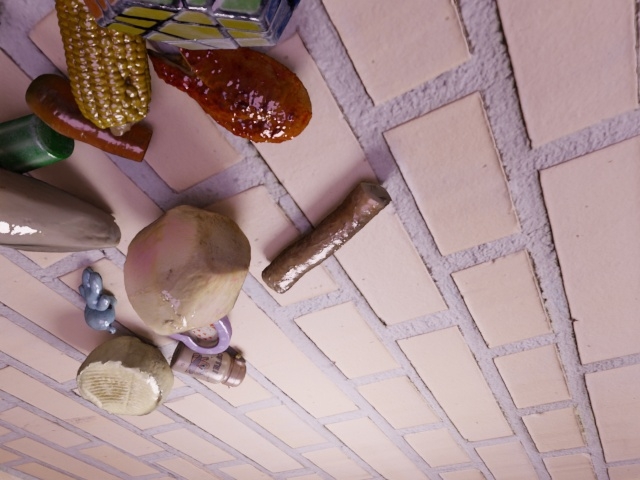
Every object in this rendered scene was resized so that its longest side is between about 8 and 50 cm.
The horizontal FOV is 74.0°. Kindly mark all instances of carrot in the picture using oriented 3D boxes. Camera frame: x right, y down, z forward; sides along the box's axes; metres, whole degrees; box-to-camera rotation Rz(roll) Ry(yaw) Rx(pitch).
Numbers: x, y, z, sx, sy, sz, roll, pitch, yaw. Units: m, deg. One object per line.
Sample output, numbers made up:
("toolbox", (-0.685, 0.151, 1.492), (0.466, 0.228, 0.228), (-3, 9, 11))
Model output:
("carrot", (-0.388, -0.200, 0.720), (0.193, 0.087, 0.087), (32, 127, -23))

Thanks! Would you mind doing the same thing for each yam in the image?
("yam", (0.000, 0.000, 0.893), (0.081, 0.081, 0.357), (32, 125, -24))

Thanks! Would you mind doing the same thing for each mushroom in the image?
("mushroom", (-0.540, -0.053, 0.735), (0.154, 0.137, 0.407), (10, 169, 15))

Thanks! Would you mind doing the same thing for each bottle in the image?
("bottle", (-0.612, -0.150, 0.772), (0.330, 0.093, 0.093), (-11, 131, 13))
("bottle", (-0.312, 0.350, 1.221), (0.209, 0.097, 0.110), (28, 95, -22))

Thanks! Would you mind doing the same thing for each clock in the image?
("clock", (-0.311, 0.216, 1.113), (0.172, 0.064, 0.198), (-32, 124, 28))

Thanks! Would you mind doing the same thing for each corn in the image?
("corn", (-0.307, -0.301, 0.602), (0.119, 0.119, 0.322), (8, 124, -4))

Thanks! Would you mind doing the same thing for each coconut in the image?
("coconut", (-0.273, 0.061, 0.857), (0.259, 0.259, 0.259), (2, 133, 2))

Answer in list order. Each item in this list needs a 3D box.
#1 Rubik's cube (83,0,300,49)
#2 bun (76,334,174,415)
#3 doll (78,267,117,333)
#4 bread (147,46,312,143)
("Rubik's cube", (-0.130, -0.348, 0.423), (0.264, 0.319, 0.319), (29, 129, -6))
("bun", (-0.543, 0.375, 1.215), (0.259, 0.152, 0.259), (1, 120, 1))
("doll", (-0.553, 0.146, 1.069), (0.120, 0.075, 0.179), (27, 117, 30))
("bread", (-0.140, -0.243, 0.661), (0.269, 0.095, 0.139), (29, 121, -17))
